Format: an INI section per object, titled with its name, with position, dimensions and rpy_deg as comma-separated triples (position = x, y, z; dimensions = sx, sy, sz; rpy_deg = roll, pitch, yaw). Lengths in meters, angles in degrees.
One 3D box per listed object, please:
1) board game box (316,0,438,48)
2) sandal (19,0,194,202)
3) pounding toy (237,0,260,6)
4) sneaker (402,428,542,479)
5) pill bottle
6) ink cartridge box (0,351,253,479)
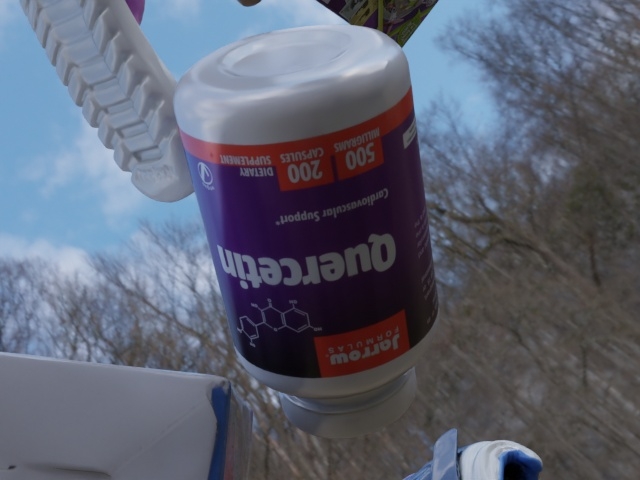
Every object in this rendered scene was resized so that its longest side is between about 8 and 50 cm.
[board game box]
position = 0.137, -0.410, 1.139
dimensions = 0.347, 0.056, 0.208
rpy_deg = -52, -38, 13
[sandal]
position = -0.220, -0.233, 0.963
dimensions = 0.102, 0.169, 0.416
rpy_deg = -25, -91, -40
[pounding toy]
position = -0.108, -0.346, 0.820
dimensions = 0.155, 0.154, 0.269
rpy_deg = -28, -25, -5
[sneaker]
position = 0.123, 0.339, 0.994
dimensions = 0.323, 0.130, 0.236
rpy_deg = -43, 2, -42
[pill bottle]
position = 0.000, 0.000, 0.761
dimensions = 0.181, 0.181, 0.323
rpy_deg = -25, -59, -24
[ink cartridge box]
position = -0.196, 0.188, 0.767
dimensions = 0.270, 0.395, 0.151
rpy_deg = 6, -102, 0
